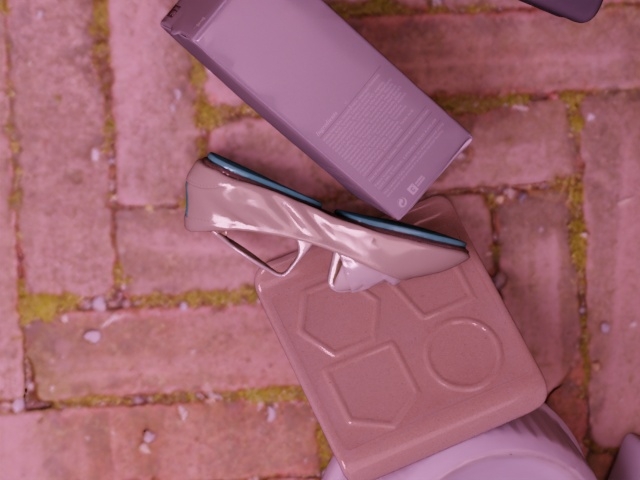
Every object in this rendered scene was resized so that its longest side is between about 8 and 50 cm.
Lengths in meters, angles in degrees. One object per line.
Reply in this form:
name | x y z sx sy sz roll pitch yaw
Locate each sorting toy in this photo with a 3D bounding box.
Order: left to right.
sorting toy | 0.068 0.085 1.668 0.193 0.038 0.208 -22 72 -12

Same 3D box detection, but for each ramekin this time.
ramekin | 0.136 0.265 1.723 0.273 0.127 0.273 -4 103 -17

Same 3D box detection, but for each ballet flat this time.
ballet flat | 0.000 0.000 1.634 0.248 0.086 0.086 19 96 -6

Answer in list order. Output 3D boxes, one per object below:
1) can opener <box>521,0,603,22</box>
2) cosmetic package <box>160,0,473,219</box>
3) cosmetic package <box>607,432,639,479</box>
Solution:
can opener | 0.118 -0.274 1.621 0.283 0.076 0.095 20 97 -22
cosmetic package | -0.006 -0.132 1.588 0.107 0.127 0.238 -48 113 -3
cosmetic package | 0.381 0.352 1.646 0.161 0.453 0.230 18 97 -21
